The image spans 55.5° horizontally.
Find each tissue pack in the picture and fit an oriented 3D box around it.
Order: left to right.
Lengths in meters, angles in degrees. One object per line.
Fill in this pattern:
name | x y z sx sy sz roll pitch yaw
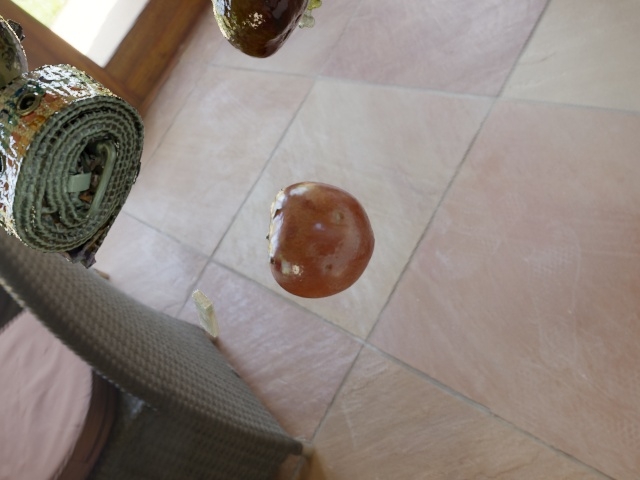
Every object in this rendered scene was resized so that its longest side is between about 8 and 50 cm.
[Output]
tissue pack | -0.245 0.157 1.304 0.023 0.108 0.056 -35 53 -26

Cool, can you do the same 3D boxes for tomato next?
tomato | 0.000 0.000 1.362 0.265 0.265 0.264 -21 53 30

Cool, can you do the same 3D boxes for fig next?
fig | -0.156 -0.459 1.084 0.191 0.290 0.190 -39 37 37

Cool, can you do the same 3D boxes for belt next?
belt | -0.392 -0.105 0.928 0.161 0.207 0.294 33 103 24

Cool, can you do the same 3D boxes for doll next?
doll | -0.042 -0.732 1.867 0.106 0.062 0.162 31 120 21

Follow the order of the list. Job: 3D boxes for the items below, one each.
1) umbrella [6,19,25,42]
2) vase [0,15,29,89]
umbrella | -0.803 -0.438 1.497 0.059 0.066 0.235 16 67 7
vase | -0.619 -0.344 0.958 0.241 0.302 0.329 -19 45 -10
